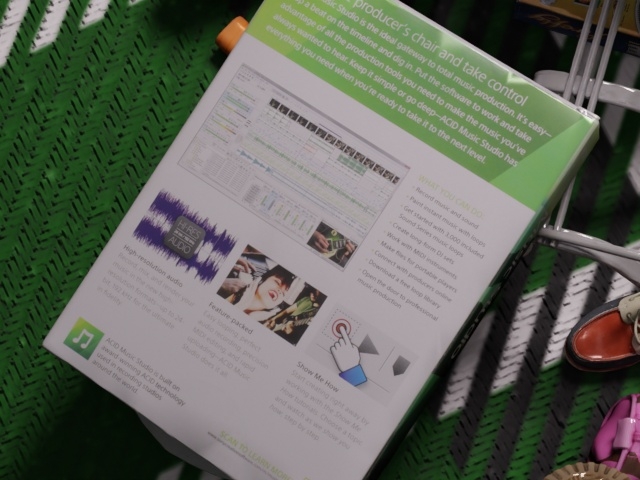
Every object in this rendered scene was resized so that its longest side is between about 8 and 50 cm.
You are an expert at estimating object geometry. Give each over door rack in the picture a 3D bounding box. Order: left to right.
[{"bbox_3d":[0.297,-0.069,0.974,0.324,0.108,0.239,13,82,27],"label":"over door rack"}]

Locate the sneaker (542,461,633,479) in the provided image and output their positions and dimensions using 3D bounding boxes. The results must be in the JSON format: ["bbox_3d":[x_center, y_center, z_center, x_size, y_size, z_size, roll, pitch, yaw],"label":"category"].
[{"bbox_3d":[0.111,0.280,0.923,0.099,0.153,0.282,28,52,31],"label":"sneaker"}]

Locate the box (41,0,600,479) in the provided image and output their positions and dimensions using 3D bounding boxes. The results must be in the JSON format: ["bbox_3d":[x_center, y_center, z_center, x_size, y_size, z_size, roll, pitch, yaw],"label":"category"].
[{"bbox_3d":[0.000,0.000,0.965,0.232,0.058,0.322,34,92,12],"label":"box"}]

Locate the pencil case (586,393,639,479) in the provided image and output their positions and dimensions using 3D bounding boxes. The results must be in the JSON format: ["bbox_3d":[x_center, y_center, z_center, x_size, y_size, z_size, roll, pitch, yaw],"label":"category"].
[{"bbox_3d":[0.283,0.177,0.990,0.209,0.098,0.095,23,82,8],"label":"pencil case"}]

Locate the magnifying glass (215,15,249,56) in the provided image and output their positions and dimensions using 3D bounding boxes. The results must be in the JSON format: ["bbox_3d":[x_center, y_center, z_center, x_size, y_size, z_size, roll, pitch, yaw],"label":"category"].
[{"bbox_3d":[0.013,-0.080,1.090,0.231,0.026,0.092,44,85,10],"label":"magnifying glass"}]

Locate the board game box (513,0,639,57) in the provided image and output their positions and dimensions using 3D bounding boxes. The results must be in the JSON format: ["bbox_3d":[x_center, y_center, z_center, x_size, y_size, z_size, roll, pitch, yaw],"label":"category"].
[{"bbox_3d":[0.259,-0.258,1.099,0.165,0.042,0.243,19,81,6],"label":"board game box"}]

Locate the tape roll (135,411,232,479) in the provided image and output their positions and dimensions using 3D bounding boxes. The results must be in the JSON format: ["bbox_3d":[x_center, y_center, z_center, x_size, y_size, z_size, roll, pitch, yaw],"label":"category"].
[{"bbox_3d":[-0.031,0.062,1.031,0.219,0.072,0.219,-1,83,9],"label":"tape roll"}]

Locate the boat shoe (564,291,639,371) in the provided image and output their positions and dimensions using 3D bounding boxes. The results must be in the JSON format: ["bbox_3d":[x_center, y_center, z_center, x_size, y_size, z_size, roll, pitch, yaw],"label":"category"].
[{"bbox_3d":[0.239,0.057,1.043,0.137,0.043,0.049,-17,81,1],"label":"boat shoe"}]
